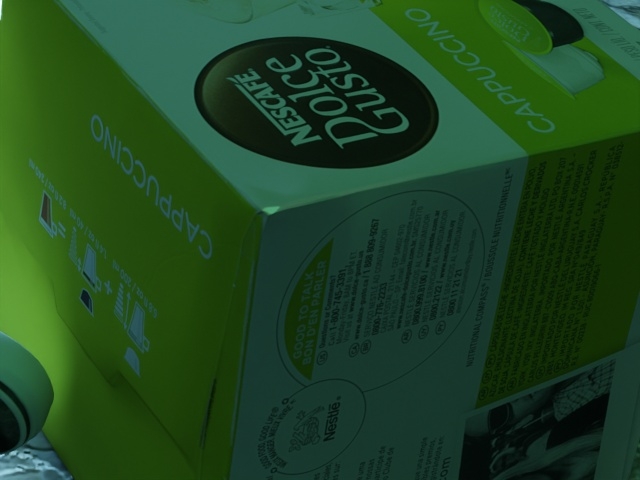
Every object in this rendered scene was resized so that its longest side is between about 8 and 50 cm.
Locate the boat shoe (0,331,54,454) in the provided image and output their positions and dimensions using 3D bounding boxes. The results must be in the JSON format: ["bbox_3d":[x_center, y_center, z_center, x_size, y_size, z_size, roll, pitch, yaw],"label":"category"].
[{"bbox_3d":[-0.340,0.107,1.111,0.335,0.121,0.119,5,41,13],"label":"boat shoe"}]

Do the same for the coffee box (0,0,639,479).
[{"bbox_3d":[0.000,0.000,1.128,0.334,0.338,0.337,-13,40,-29],"label":"coffee box"}]
